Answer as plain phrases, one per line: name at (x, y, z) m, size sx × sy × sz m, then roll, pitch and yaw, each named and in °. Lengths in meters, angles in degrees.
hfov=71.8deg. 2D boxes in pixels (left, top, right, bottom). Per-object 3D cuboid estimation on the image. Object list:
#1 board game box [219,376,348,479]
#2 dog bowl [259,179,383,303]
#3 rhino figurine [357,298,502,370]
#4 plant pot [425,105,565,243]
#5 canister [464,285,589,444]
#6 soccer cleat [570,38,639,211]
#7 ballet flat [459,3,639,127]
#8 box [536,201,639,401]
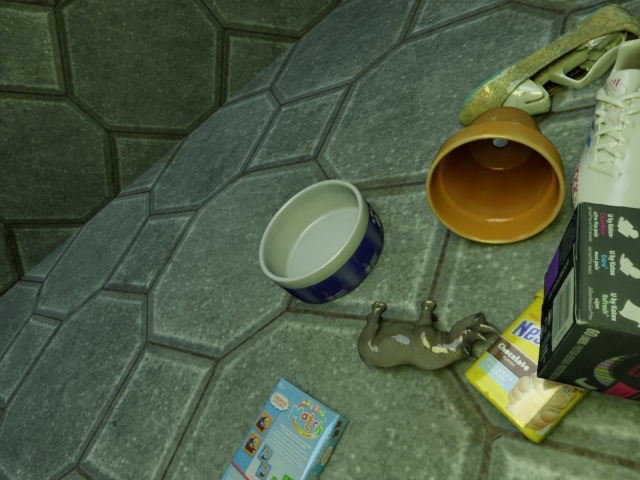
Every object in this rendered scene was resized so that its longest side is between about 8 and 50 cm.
board game box at (-0.067, 0.361, 0.746) m, size 0.160 × 0.039 × 0.211 m, roll 14°, pitch 67°, yaw 47°
dog bowl at (0.000, 0.000, 0.963) m, size 0.265 × 0.104 × 0.265 m, roll -24°, pitch 43°, yaw 24°
rhino figurine at (0.164, 0.155, 0.703) m, size 0.243 × 0.073 × 0.106 m, roll -9°, pitch 46°, yaw 35°
plant pot at (0.303, -0.130, 0.758) m, size 0.205 × 0.205 × 0.188 m, roll -10°, pitch 33°, yaw 35°
canister at (0.291, 0.159, 0.578) m, size 0.170 × 0.073 × 0.126 m, roll -47°, pitch 48°, yaw 0°
soccer cleat at (0.454, -0.166, 0.678) m, size 0.116 × 0.143 × 0.331 m, roll 5°, pitch 59°, yaw 44°
ballet flat at (0.442, -0.314, 0.857) m, size 0.348 × 0.123 × 0.123 m, roll -32°, pitch 40°, yaw 15°
box at (0.378, 0.080, 0.433) m, size 0.270 × 0.165 × 0.143 m, roll 9°, pitch 59°, yaw 18°
